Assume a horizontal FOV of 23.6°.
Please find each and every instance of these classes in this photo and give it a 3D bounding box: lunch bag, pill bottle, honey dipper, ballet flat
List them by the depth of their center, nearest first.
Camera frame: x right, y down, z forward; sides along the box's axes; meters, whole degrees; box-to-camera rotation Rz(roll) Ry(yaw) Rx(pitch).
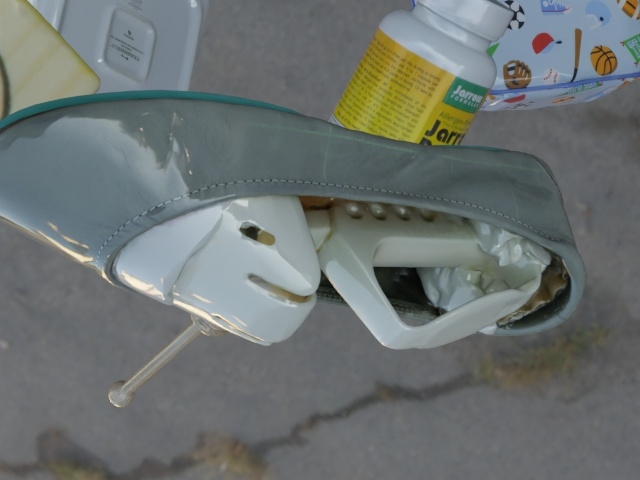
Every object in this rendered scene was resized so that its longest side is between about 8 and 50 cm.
[{"bbox_3d":[0.000,0.000,0.466,0.213,0.068,0.072,3,145,-36],"label":"ballet flat"},{"bbox_3d":[-0.094,0.067,0.974,0.030,0.030,0.160,40,133,-12],"label":"honey dipper"},{"bbox_3d":[0.086,-0.134,1.378,0.117,0.117,0.208,29,104,2],"label":"pill bottle"},{"bbox_3d":[0.256,-0.284,1.839,0.115,0.303,0.243,-21,79,61],"label":"lunch bag"}]

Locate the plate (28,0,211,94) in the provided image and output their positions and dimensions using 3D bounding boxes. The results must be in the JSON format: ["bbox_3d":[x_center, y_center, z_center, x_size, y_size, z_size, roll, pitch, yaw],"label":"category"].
[{"bbox_3d":[-0.225,-0.214,1.686,0.045,0.278,0.277,-1,164,40],"label":"plate"}]

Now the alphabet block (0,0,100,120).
[{"bbox_3d":[-0.292,-0.100,0.948,0.192,0.197,0.193,48,166,-32],"label":"alphabet block"}]
